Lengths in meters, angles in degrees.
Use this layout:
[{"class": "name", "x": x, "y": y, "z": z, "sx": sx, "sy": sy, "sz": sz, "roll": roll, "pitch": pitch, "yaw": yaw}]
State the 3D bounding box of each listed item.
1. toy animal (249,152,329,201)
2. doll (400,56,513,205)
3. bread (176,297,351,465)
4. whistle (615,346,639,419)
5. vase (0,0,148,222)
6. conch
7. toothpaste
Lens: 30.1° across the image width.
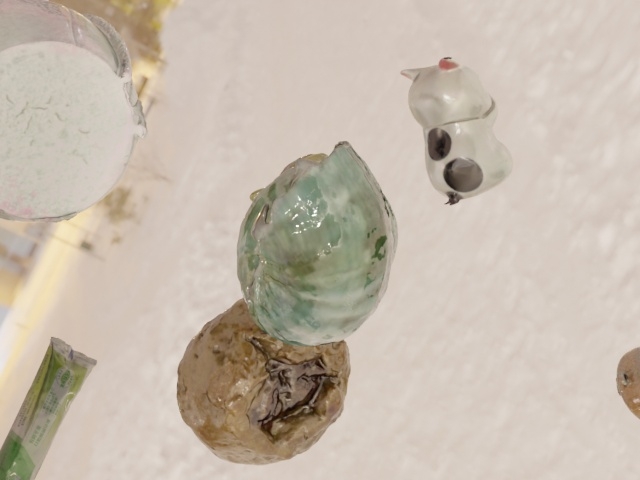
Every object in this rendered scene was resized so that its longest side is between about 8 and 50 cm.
[{"class": "toy animal", "x": -0.018, "y": -0.069, "z": 1.580, "sx": 0.098, "sy": 0.137, "sz": 0.098, "roll": -3, "pitch": -90, "yaw": -70}, {"class": "doll", "x": 0.174, "y": -0.142, "z": 1.512, "sx": 0.106, "sy": 0.181, "sz": 0.110, "roll": -20, "pitch": 8, "yaw": -43}, {"class": "bread", "x": -0.061, "y": 0.172, "z": 1.433, "sx": 0.123, "sy": 0.230, "sz": 0.230, "roll": 40, "pitch": 106, "yaw": 47}, {"class": "whistle", "x": 0.484, "y": 0.208, "z": 1.669, "sx": 0.057, "sy": 0.220, "sz": 0.107, "roll": -32, "pitch": 55, "yaw": 43}, {"class": "vase", "x": -0.346, "y": -0.177, "z": 1.354, "sx": 0.250, "sy": 0.250, "sz": 0.445, "roll": -62, "pitch": 28, "yaw": 8}, {"class": "conch", "x": 0.000, "y": 0.000, "z": 1.193, "sx": 0.277, "sy": 0.195, "sz": 0.220, "roll": -5, "pitch": -62, "yaw": -61}, {"class": "toothpaste", "x": -0.364, "y": 0.247, "z": 1.507, "sx": 0.046, "sy": 0.078, "sz": 0.248, "roll": 0, "pitch": 61, "yaw": 50}]
